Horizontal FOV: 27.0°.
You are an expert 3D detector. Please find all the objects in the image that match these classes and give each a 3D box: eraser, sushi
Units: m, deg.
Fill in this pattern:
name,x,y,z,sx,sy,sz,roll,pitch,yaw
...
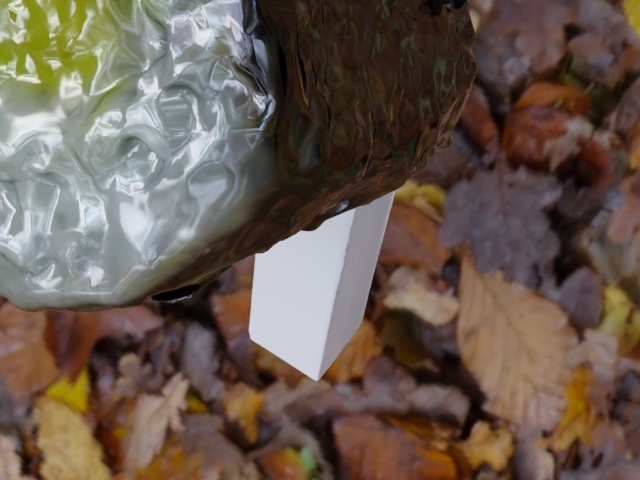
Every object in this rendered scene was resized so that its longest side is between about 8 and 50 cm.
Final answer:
name,x,y,z,sx,sy,sz,roll,pitch,yaw
eraser,0.001,0.000,1.048,0.078,0.076,0.298,31,150,13
sushi,-0.091,-0.122,0.748,0.299,0.294,0.281,7,111,26
